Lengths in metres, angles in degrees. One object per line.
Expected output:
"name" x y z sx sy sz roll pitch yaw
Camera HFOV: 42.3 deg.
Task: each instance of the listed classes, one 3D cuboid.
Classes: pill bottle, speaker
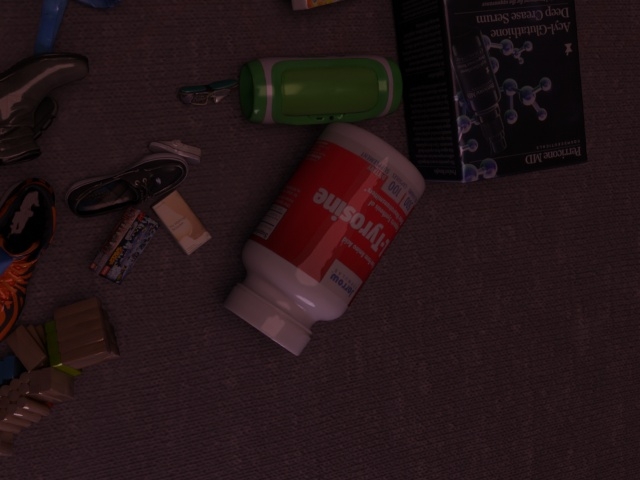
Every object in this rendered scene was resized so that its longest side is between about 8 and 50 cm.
"pill bottle" 0.000 0.000 1.556 0.229 0.229 0.407 36 83 -19
"speaker" 0.001 -0.289 1.584 0.297 0.131 0.131 -6 97 -19

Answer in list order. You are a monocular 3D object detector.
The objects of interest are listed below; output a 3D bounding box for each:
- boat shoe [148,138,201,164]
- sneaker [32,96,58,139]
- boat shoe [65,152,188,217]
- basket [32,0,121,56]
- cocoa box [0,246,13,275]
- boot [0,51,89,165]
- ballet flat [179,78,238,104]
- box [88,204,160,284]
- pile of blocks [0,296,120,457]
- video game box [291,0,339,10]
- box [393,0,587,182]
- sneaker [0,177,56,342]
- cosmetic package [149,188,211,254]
"boat shoe" -0.271 -0.172 1.550 0.100 0.035 0.035 14 63 -17
"sneaker" -0.568 -0.170 1.405 0.267 0.101 0.106 -41 104 -12
"boat shoe" -0.344 -0.095 1.493 0.229 0.076 0.080 -15 123 -16
"basket" -0.413 -0.451 1.360 0.201 0.255 0.289 15 71 -22
"cocoa box" -0.688 0.092 1.234 0.228 0.231 0.347 43 103 2
"boot" -0.485 -0.206 1.361 0.247 0.083 0.161 -18 81 -11
"ballet flat" -0.210 -0.277 1.560 0.114 0.041 0.041 -13 99 -18
"box" -0.355 0.010 1.503 0.027 0.094 0.137 31 84 18
"pile of blocks" -0.508 0.249 1.475 0.362 0.112 0.149 -40 66 -6
"video game box" 0.010 -0.551 1.553 0.187 0.048 0.205 -25 115 -37
"box" 0.336 -0.328 1.655 0.294 0.212 0.395 -11 99 -19
"sneaker" -0.538 0.044 1.392 0.125 0.180 0.321 18 89 -20
"cosmetic package" -0.263 -0.035 1.557 0.060 0.041 0.115 -40 107 -12
